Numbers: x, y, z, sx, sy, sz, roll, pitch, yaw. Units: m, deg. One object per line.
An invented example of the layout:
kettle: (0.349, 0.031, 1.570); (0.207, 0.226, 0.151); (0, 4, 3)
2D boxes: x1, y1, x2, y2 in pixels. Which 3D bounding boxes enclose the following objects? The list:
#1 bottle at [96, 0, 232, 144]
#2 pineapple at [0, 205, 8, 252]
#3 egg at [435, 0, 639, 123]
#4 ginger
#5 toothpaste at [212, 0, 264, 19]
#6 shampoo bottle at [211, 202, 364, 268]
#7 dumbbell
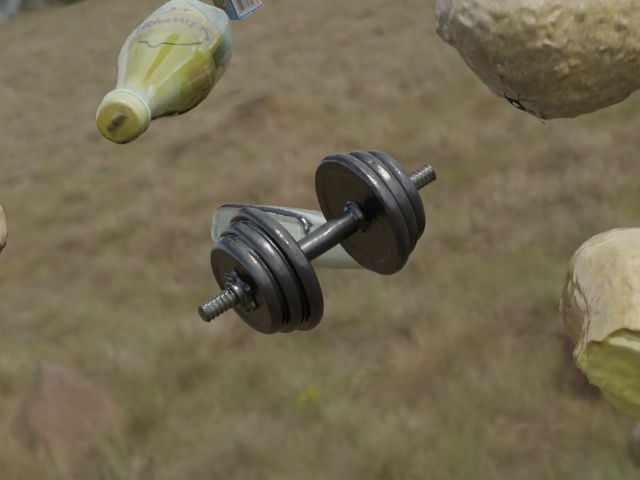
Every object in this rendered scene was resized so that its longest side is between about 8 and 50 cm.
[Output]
bottle: (-0.130, -0.137, 1.389); (0.083, 0.083, 0.270); (-15, 18, 13)
pineapple: (-0.503, 0.031, 1.927); (0.310, 0.141, 0.170); (-32, 49, 23)
egg: (0.286, -0.280, 2.029); (0.310, 0.279, 0.279); (22, -15, -36)
ginger: (0.275, 0.062, 1.460); (0.138, 0.152, 0.267); (16, 16, 8)
toothpaste: (-0.140, -0.365, 2.070); (0.044, 0.193, 0.070); (-34, 21, -25)
shampoo bottle: (0.013, 0.001, 2.101); (0.153, 0.071, 0.284); (10, 1, 38)
dumbbell: (0.000, 0.000, 1.188); (0.208, 0.099, 0.099); (-32, 17, -24)
